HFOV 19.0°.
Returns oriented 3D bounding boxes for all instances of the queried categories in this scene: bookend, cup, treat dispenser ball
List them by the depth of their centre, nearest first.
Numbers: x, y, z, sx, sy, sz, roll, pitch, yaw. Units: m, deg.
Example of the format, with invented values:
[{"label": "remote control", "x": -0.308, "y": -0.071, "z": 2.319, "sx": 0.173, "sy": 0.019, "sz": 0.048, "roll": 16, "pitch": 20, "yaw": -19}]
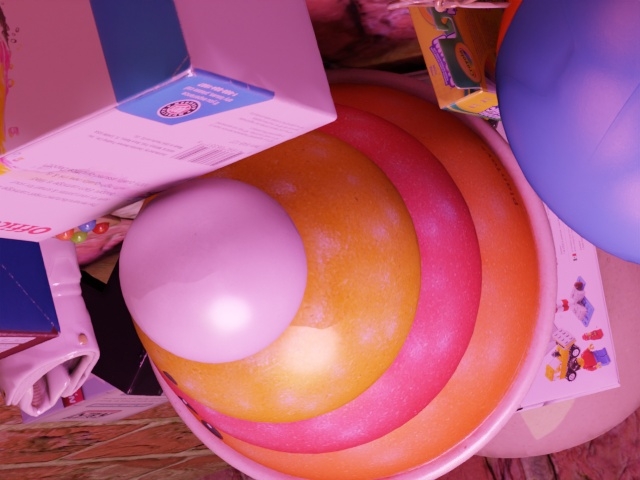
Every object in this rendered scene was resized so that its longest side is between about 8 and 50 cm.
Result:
[{"label": "treat dispenser ball", "x": 0.265, "y": -0.120, "z": 1.333, "sx": 0.288, "sy": 0.288, "sz": 0.288, "roll": -15, "pitch": 168, "yaw": -3}, {"label": "cup", "x": 0.176, "y": 0.009, "z": 1.839, "sx": 0.331, "sy": 0.331, "sz": 0.237, "roll": -16, "pitch": 144, "yaw": 3}, {"label": "bookend", "x": -0.209, "y": 0.057, "z": 1.979, "sx": 0.157, "sy": 0.156, "sz": 0.072, "roll": 27, "pitch": -174, "yaw": 24}]

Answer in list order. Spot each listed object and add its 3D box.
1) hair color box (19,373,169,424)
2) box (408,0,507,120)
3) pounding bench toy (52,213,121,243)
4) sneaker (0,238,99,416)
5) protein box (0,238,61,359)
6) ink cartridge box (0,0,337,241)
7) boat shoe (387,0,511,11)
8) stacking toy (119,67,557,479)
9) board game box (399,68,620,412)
[{"label": "hair color box", "x": -0.158, "y": 0.106, "z": 2.206, "sx": 0.374, "sy": 0.113, "sz": 0.185, "roll": -22, "pitch": 166, "yaw": 26}, {"label": "box", "x": 0.124, "y": -0.146, "z": 1.465, "sx": 0.043, "sy": 0.105, "sz": 0.179, "roll": -23, "pitch": 165, "yaw": 28}, {"label": "pounding bench toy", "x": -0.224, "y": -0.028, "z": 1.647, "sx": 0.083, "sy": 0.065, "sz": 0.052, "roll": -20, "pitch": 167, "yaw": 21}, {"label": "sneaker", "x": -0.319, "y": 0.097, "z": 1.847, "sx": 0.108, "sy": 0.169, "sz": 0.292, "roll": -7, "pitch": 166, "yaw": -40}, {"label": "protein box", "x": -0.322, "y": 0.004, "z": 1.355, "sx": 0.201, "sy": 0.199, "sz": 0.136, "roll": -22, "pitch": 166, "yaw": 26}, {"label": "ink cartridge box", "x": -0.145, "y": -0.117, "z": 1.114, "sx": 0.233, "sy": 0.168, "sz": 0.171, "roll": -21, "pitch": 166, "yaw": 24}, {"label": "boat shoe", "x": 0.056, "y": -0.188, "z": 1.233, "sx": 0.105, "sy": 0.089, "sz": 0.285, "roll": -22, "pitch": 167, "yaw": 23}, {"label": "stacking toy", "x": -0.032, "y": 0.018, "z": 1.366, "sx": 0.351, "sy": 0.350, "sz": 0.480, "roll": -18, "pitch": 171, "yaw": 13}, {"label": "board game box", "x": 0.139, "y": -0.002, "z": 1.656, "sx": 0.193, "sy": 0.305, "sz": 0.053, "roll": -12, "pitch": -176, "yaw": -15}]
